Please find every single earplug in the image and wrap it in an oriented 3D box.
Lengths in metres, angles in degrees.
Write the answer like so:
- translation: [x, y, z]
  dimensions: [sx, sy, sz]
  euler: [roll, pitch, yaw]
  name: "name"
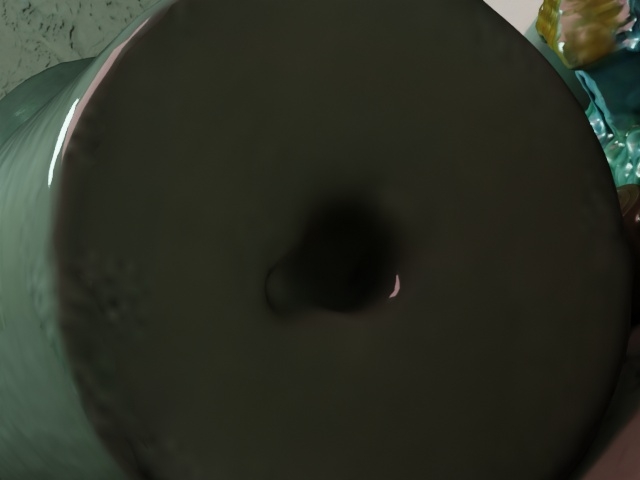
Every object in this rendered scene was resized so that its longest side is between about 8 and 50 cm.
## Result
- translation: [-0.058, 0.040, 0.969]
  dimensions: [0.312, 0.312, 0.394]
  euler: [-46, 10, -25]
  name: "earplug"

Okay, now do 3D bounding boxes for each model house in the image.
- translation: [0.213, -0.170, 1.057]
  dimensions: [0.226, 0.241, 0.261]
  euler: [-36, 13, 6]
  name: "model house"

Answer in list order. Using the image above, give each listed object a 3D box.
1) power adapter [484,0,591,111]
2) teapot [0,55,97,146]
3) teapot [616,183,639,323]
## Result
- translation: [0.174, -0.168, 1.266]
  dimensions: [0.205, 0.125, 0.130]
  euler: [-53, 46, 0]
  name: "power adapter"
- translation: [-0.141, -0.022, 1.442]
  dimensions: [0.376, 0.305, 0.362]
  euler: [-60, 20, 7]
  name: "teapot"
- translation: [0.167, 0.003, 0.970]
  dimensions: [0.076, 0.068, 0.121]
  euler: [-46, 14, -28]
  name: "teapot"
